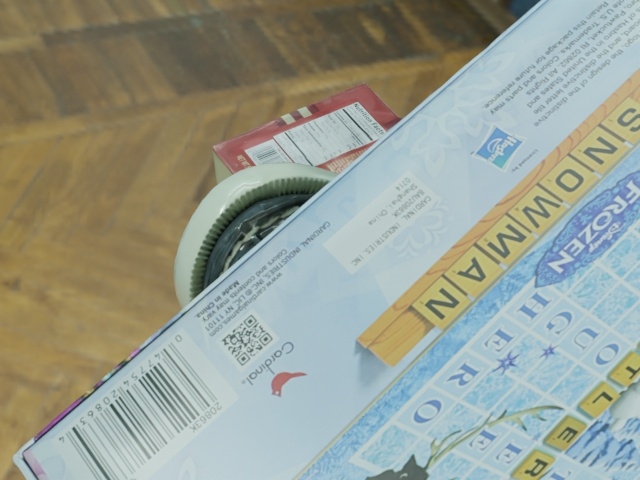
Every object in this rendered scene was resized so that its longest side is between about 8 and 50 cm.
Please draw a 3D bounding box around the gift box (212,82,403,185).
[{"bbox_3d":[0.000,0.000,1.582,0.276,0.258,0.255,-21,49,-15],"label":"gift box"}]

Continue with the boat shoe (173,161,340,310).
[{"bbox_3d":[0.107,0.057,0.562,0.340,0.127,0.113,23,9,-29],"label":"boat shoe"}]

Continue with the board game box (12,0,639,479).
[{"bbox_3d":[0.122,0.069,0.345,0.319,0.066,0.318,-41,54,-4],"label":"board game box"}]
